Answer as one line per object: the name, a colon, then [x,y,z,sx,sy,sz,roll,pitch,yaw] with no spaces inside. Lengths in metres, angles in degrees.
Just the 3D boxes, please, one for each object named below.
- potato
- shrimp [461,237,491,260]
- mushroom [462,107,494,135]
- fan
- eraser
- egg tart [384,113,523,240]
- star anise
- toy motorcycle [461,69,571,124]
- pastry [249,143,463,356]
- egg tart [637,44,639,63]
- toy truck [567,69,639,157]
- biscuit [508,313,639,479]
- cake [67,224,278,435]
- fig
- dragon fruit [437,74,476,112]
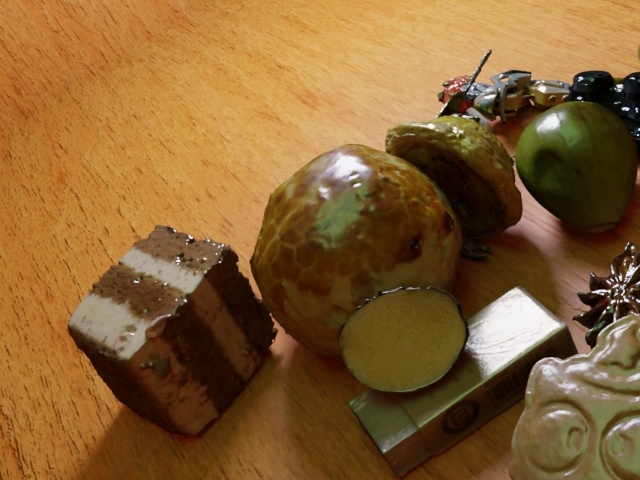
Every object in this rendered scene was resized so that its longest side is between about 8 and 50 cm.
potato: [0.128,0.148,1.447,0.200,0.164,0.081,-22,-5,2]
shrimp: [0.277,0.014,1.714,0.092,0.029,0.038,23,51,41]
mushroom: [0.277,-0.174,1.882,0.108,0.096,0.247,4,47,46]
fan: [0.251,-0.238,1.864,0.011,0.229,0.335,32,92,13]
eraser: [0.220,0.215,1.460,0.343,0.078,0.144,-33,35,-6]
egg tart: [0.248,-0.127,1.686,0.290,0.290,0.115,19,59,46]
star anise: [0.491,0.096,1.402,0.220,0.099,0.214,-42,35,-15]
toy motorcycle: [0.408,-0.294,1.934,0.229,0.094,0.129,-1,27,4]
pastry: [0.055,0.009,1.626,0.389,0.312,0.388,-21,33,14]
egg tart: [0.769,-0.402,1.815,0.297,0.132,0.297,-13,38,11]
toy truck: [0.585,-0.251,1.752,0.165,0.147,0.224,-22,25,-34]
biscuit: [0.383,0.265,1.234,0.269,0.051,0.375,2,61,34]
cake: [-0.274,0.160,1.711,0.282,0.255,0.290,17,53,47]
fig: [0.451,-0.133,1.621,0.207,0.207,0.230,-23,37,8]
dragon fruit: [0.302,-0.320,2.061,0.086,0.081,0.116,-35,11,-32]
